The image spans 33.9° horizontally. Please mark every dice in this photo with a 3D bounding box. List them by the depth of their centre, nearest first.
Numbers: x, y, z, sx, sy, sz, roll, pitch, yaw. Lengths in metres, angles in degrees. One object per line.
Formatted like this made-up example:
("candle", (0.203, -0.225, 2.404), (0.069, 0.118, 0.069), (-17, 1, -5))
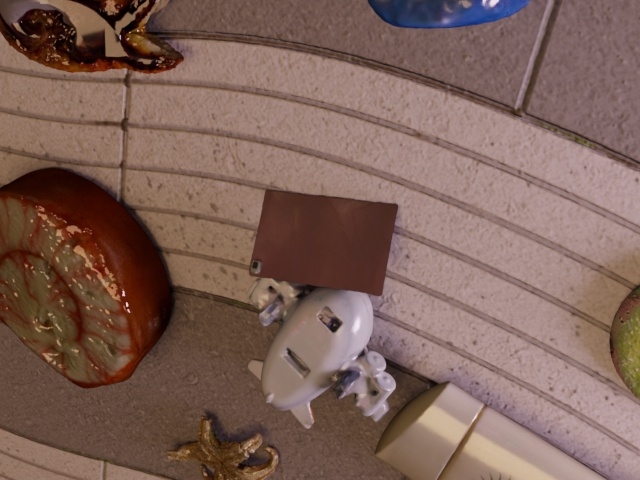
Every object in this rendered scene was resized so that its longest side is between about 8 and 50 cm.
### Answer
("dice", (0.122, -0.282, 0.986), (0.143, 0.146, 0.146), (4, 116, 33))

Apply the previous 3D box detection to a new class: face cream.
("face cream", (0.242, 0.306, 1.309), (0.348, 0.081, 0.173), (32, 130, 11))

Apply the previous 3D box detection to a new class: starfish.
("starfish", (-0.158, 0.334, 1.600), (0.210, 0.053, 0.150), (-2, 112, 35))

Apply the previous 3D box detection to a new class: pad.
("pad", (0.000, 0.000, 1.279), (0.188, 0.006, 0.113), (8, 83, 28))

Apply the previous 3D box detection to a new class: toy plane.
("toy plane", (-0.006, 0.139, 1.346), (0.245, 0.117, 0.244), (15, 117, 31))

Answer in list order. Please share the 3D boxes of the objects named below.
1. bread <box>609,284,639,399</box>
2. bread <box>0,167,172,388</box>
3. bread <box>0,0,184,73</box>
("bread", (0.421, 0.129, 1.120), (0.228, 0.033, 0.228), (15, 125, 22))
("bread", (-0.370, 0.052, 1.520), (0.328, 0.114, 0.295), (41, 130, 5))
("bread", (-0.288, -0.276, 1.291), (0.269, 0.095, 0.139), (7, 124, 12))
